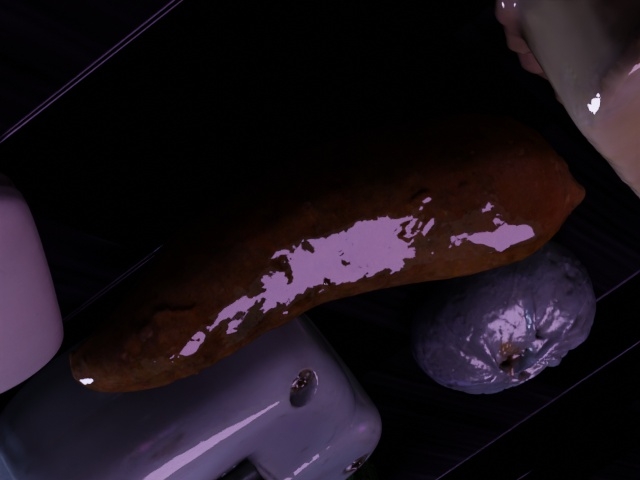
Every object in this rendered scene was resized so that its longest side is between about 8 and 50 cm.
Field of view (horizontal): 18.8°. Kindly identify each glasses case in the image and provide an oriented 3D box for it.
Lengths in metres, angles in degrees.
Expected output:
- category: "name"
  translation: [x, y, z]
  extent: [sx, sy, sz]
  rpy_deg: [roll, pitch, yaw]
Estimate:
- category: "glasses case"
  translation: [-0.168, 0.027, 0.922]
  extent: [0.081, 0.051, 0.204]
  rpy_deg: [-28, 159, -15]

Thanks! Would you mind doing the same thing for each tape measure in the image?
- category: "tape measure"
  translation: [-0.089, 0.139, 1.154]
  extent: [0.243, 0.125, 0.246]
  rpy_deg: [-39, 158, 0]

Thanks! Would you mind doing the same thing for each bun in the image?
- category: "bun"
  translation: [0.131, 0.061, 1.360]
  extent: [0.141, 0.083, 0.141]
  rpy_deg: [-24, 159, -10]

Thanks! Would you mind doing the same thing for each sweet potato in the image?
- category: "sweet potato"
  translation: [-0.002, -0.001, 1.032]
  extent: [0.292, 0.097, 0.097]
  rpy_deg: [-19, 157, -9]

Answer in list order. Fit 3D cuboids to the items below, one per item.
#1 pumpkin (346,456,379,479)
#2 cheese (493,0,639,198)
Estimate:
- category: "pumpkin"
  translation: [0.030, 0.288, 1.590]
  extent: [0.248, 0.248, 0.248]
  rpy_deg: [-26, 159, -11]
- category: "cheese"
  translation: [0.245, -0.127, 1.057]
  extent: [0.384, 0.104, 0.384]
  rpy_deg: [-26, 159, -11]
